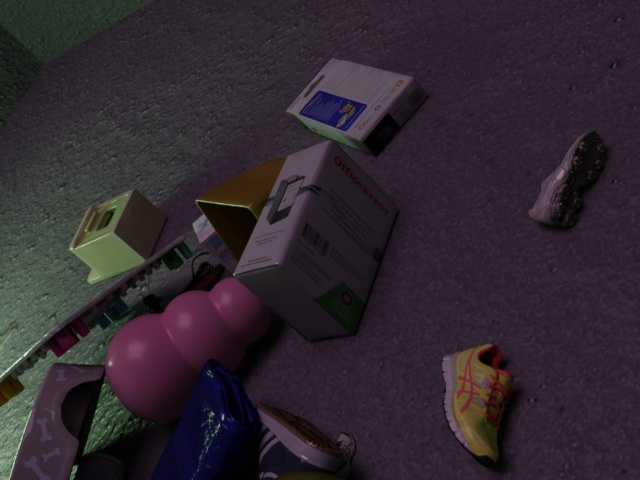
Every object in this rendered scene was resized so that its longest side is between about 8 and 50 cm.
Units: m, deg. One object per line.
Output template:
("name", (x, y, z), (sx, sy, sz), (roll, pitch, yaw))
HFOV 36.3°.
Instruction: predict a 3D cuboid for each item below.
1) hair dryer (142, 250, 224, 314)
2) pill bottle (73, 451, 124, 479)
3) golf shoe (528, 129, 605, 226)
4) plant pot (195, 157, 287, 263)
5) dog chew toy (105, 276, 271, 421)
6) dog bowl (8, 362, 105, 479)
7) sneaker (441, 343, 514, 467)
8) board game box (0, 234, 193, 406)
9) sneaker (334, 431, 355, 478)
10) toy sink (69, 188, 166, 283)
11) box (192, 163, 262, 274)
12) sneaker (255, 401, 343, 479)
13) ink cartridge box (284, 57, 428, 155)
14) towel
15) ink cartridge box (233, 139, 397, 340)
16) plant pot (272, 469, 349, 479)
("hair dryer", (-0.290, 0.130, 2.059), (0.223, 0.080, 0.293), (-40, 32, 8))
("pill bottle", (-0.422, 0.479, 1.800), (0.087, 0.087, 0.160), (-25, 36, 30))
("golf shoe", (0.384, -0.101, 1.543), (0.086, 0.069, 0.176), (0, 52, 58))
("plant pot", (-0.077, -0.050, 1.911), (0.187, 0.212, 0.212), (-45, 29, -23))
("dog chew toy", (-0.234, 0.188, 1.821), (0.332, 0.206, 0.206), (-36, 31, 1))
("dog bowl", (-0.499, 0.388, 1.830), (0.349, 0.102, 0.349), (-163, 90, -82))
("sneaker", (0.224, 0.216, 1.344), (0.094, 0.081, 0.208), (-30, 34, 20))
("board game box", (-0.480, 0.171, 2.039), (0.390, 0.050, 0.390), (-36, 3, 44))
("sneaker", (0.030, 0.323, 1.492), (0.032, 0.037, 0.083), (-29, 33, 28))
("toy sink", (-0.529, -0.010, 2.458), (0.234, 0.131, 0.153), (-19, 39, 37))
("box", (-0.153, -0.046, 2.067), (0.203, 0.114, 0.103), (-41, 30, 6))
("sneaker", (-0.063, 0.352, 1.511), (0.153, 0.099, 0.282), (-69, 19, -3))
("ink cartridge box", (0.069, -0.302, 2.152), (0.176, 0.069, 0.371), (-50, 34, -6))
("towel", (-0.199, 0.373, 1.597), (0.308, 0.076, 0.227), (-63, 22, 12))
("ink cartridge box", (0.000, 0.000, 1.740), (0.121, 0.211, 0.289), (-15, 41, 42))
("plant pot", (0.004, 0.413, 1.244), (0.275, 0.275, 0.293), (-47, 15, -2))
